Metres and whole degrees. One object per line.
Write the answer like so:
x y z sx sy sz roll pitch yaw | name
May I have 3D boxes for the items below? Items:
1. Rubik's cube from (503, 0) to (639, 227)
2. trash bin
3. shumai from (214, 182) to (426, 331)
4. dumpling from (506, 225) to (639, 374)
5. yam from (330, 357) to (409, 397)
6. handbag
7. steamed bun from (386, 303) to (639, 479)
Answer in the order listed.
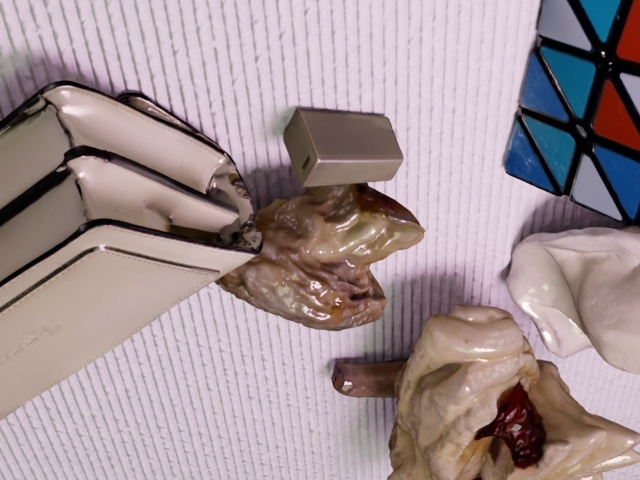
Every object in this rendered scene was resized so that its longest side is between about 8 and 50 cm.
0.344 -0.123 1.334 0.234 0.250 0.284 -28 147 -21 | Rubik's cube
0.021 -0.081 1.323 0.092 0.061 0.043 0 143 -29 | trash bin
0.000 0.000 1.377 0.209 0.161 0.153 14 114 -46 | shumai
0.348 0.032 1.563 0.243 0.187 0.318 37 146 -27 | dumpling
0.129 0.161 1.752 0.264 0.046 0.046 1 143 -27 | yam
-0.253 0.032 1.277 0.358 0.160 0.237 -33 150 24 | handbag
0.216 0.230 1.691 0.247 0.189 0.428 -17 152 -15 | steamed bun
